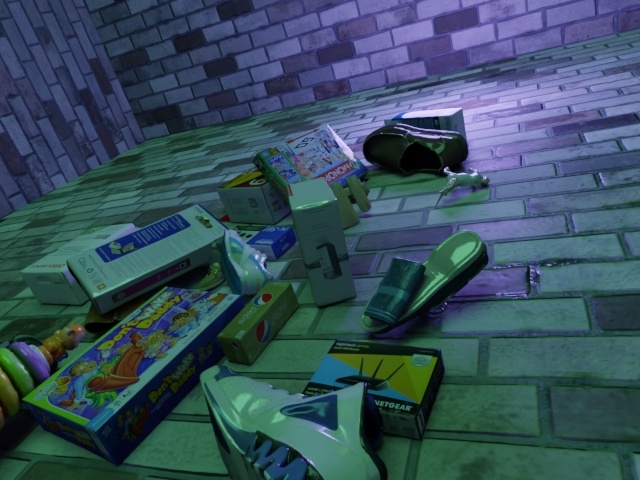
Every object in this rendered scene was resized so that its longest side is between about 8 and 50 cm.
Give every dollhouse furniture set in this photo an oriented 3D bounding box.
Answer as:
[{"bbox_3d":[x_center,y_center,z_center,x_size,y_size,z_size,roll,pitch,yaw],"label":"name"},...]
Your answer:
[{"bbox_3d":[0.079,-0.092,1.368,0.144,0.123,0.151,-24,-9,-15],"label":"dollhouse furniture set"}]

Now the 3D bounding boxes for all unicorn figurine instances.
[{"bbox_3d":[0.361,-0.154,1.272,0.161,0.060,0.111,-15,24,7],"label":"unicorn figurine"}]

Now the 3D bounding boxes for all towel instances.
[{"bbox_3d":[0.125,0.084,0.819,0.067,0.029,0.119,11,62,49],"label":"towel"}]

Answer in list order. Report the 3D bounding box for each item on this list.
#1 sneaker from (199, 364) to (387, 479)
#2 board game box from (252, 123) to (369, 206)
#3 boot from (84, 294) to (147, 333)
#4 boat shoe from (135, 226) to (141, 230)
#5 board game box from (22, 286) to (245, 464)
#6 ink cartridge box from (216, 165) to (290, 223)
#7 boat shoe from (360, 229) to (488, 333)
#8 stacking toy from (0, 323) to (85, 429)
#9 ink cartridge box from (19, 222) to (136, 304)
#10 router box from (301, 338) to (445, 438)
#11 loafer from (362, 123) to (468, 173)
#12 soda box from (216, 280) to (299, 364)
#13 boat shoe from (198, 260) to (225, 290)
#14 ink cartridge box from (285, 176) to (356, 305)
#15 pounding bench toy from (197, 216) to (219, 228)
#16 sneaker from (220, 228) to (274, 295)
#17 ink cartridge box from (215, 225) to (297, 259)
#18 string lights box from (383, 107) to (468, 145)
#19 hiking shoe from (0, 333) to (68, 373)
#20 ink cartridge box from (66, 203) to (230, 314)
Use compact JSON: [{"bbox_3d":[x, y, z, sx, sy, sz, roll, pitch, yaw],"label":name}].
[{"bbox_3d":[-0.023,0.251,0.635,0.182,0.128,0.315,-19,21,-29],"label":"sneaker"},{"bbox_3d":[-0.021,-0.224,1.486,0.317,0.213,0.046,-34,-12,-40],"label":"board game box"},{"bbox_3d":[-0.453,0.102,1.241,0.263,0.096,0.280,-11,29,-16],"label":"boot"},{"bbox_3d":[-0.631,-0.030,1.694,0.035,0.035,0.100,-30,21,-20],"label":"boat shoe"},{"bbox_3d":[-0.327,0.224,0.917,0.233,0.078,0.347,1,31,34],"label":"board game box"},{"bbox_3d":[-0.170,-0.182,1.593,0.271,0.130,0.309,3,32,39],"label":"ink cartridge box"},{"bbox_3d":[0.184,0.085,0.857,0.254,0.079,0.095,-41,39,-1],"label":"boat shoe"},{"bbox_3d":[-0.564,0.248,0.888,0.165,0.175,0.301,41,44,13],"label":"stacking toy"},{"bbox_3d":[-0.686,0.065,1.433,0.198,0.115,0.273,-3,28,30],"label":"ink cartridge box"},{"bbox_3d":[0.078,0.210,0.719,0.178,0.046,0.133,-2,29,31],"label":"router box"},{"bbox_3d":[0.262,-0.279,1.506,0.365,0.134,0.130,9,35,44],"label":"loafer"},{"bbox_3d":[-0.115,0.153,0.943,0.058,0.061,0.181,0,30,33],"label":"soda box"},{"bbox_3d":[-0.255,0.075,1.216,0.050,0.045,0.135,3,32,37],"label":"boat shoe"},{"bbox_3d":[0.000,0.000,1.000,0.092,0.218,0.159,-13,25,-3],"label":"ink cartridge box"},{"bbox_3d":[-0.338,-0.048,1.478,0.052,0.083,0.065,-7,27,22],"label":"pounding bench toy"},{"bbox_3d":[-0.180,0.051,1.153,0.092,0.088,0.229,-3,35,-25],"label":"sneaker"},{"bbox_3d":[-0.175,0.003,1.311,0.207,0.046,0.097,3,33,37],"label":"ink cartridge box"},{"bbox_3d":[0.342,-0.353,1.608,0.259,0.134,0.076,10,36,44],"label":"string lights box"},{"bbox_3d":[-0.661,0.295,0.947,0.132,0.113,0.304,4,35,32],"label":"hiking shoe"},{"bbox_3d":[-0.422,0.032,1.239,0.370,0.069,0.175,-30,48,-29],"label":"ink cartridge box"}]
